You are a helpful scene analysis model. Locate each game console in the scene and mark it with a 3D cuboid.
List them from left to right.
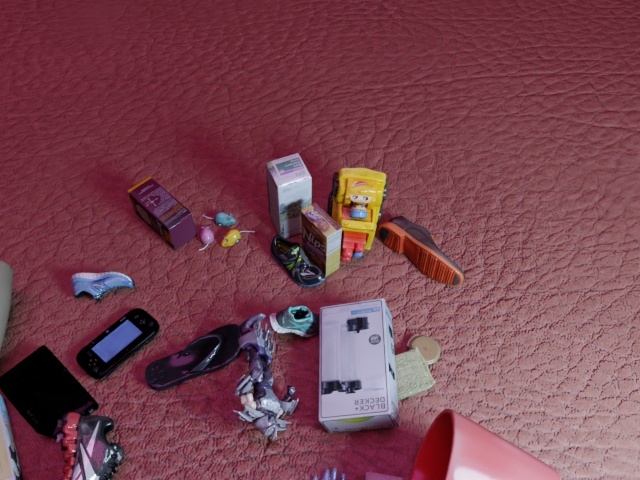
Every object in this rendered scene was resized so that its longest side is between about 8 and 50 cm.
[{"bbox_3d":[-0.558,0.288,1.517,0.213,0.044,0.361,37,61,22],"label":"game console"}]

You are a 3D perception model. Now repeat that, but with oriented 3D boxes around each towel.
[{"bbox_3d":[0.186,0.324,1.504,0.148,0.027,0.110,-21,58,-2],"label":"towel"}]

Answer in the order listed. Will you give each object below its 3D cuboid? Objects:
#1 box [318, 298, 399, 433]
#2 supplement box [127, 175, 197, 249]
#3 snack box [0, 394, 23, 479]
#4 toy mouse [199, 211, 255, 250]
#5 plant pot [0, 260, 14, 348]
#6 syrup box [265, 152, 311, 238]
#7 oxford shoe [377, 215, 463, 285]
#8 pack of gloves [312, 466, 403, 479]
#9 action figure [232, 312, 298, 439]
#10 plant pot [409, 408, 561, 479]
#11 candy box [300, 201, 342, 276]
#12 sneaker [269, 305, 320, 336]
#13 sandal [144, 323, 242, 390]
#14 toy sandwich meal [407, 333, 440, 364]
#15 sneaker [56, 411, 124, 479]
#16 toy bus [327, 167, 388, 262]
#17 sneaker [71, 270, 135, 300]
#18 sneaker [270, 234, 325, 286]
[{"bbox_3d":[0.087,0.289,1.478,0.169,0.087,0.289,-8,53,14],"label":"box"},{"bbox_3d":[-0.435,-0.075,1.745,0.188,0.104,0.081,39,63,24],"label":"supplement box"},{"bbox_3d":[-0.744,0.502,1.347,0.187,0.060,0.321,-21,57,-16],"label":"snack box"},{"bbox_3d":[-0.289,-0.038,1.766,0.161,0.031,0.143,-33,61,-22],"label":"toy mouse"},{"bbox_3d":[-0.844,0.207,1.467,0.257,0.256,0.273,-10,70,-8],"label":"plant pot"},{"bbox_3d":[-0.084,-0.115,1.700,0.093,0.236,0.096,-19,57,-13],"label":"syrup box"},{"bbox_3d":[0.286,0.017,1.704,0.271,0.096,0.098,39,56,24],"label":"oxford shoe"},{"bbox_3d":[0.059,0.598,1.320,0.195,0.046,0.232,4,50,16],"label":"pack of gloves"},{"bbox_3d":[-0.132,0.316,1.437,0.099,0.185,0.285,-25,50,12],"label":"action figure"},{"bbox_3d":[0.325,0.507,1.261,0.243,0.275,0.274,20,56,1],"label":"plant pot"},{"bbox_3d":[0.000,0.000,1.649,0.053,0.186,0.109,-32,61,-23],"label":"candy box"},{"bbox_3d":[-0.041,0.193,1.543,0.167,0.076,0.064,8,54,-44],"label":"sneaker"},{"bbox_3d":[-0.296,0.280,1.521,0.255,0.054,0.097,-28,59,-20],"label":"sandal"},{"bbox_3d":[0.252,0.271,1.559,0.086,0.029,0.085,1,57,-2],"label":"toy sandwich meal"},{"bbox_3d":[-0.482,0.494,1.335,0.135,0.097,0.276,-3,60,-15],"label":"sneaker"},{"bbox_3d":[0.092,-0.058,1.682,0.150,0.220,0.211,8,60,-2],"label":"toy bus"},{"bbox_3d":[-0.560,0.122,1.639,0.162,0.063,0.073,-3,72,1],"label":"sneaker"},{"bbox_3d":[-0.066,0.053,1.677,0.067,0.078,0.188,-38,64,-25],"label":"sneaker"}]
